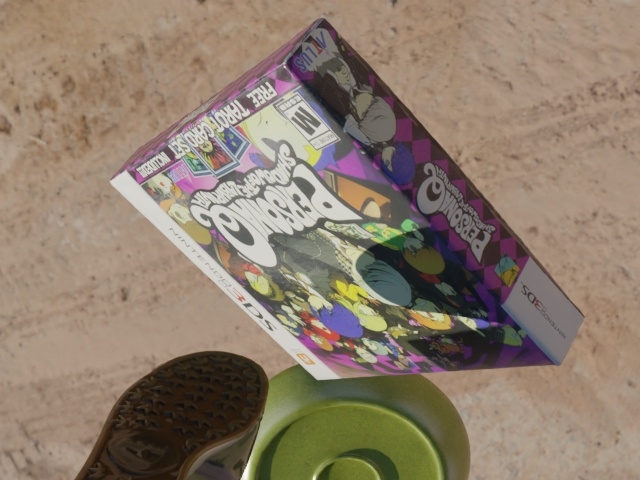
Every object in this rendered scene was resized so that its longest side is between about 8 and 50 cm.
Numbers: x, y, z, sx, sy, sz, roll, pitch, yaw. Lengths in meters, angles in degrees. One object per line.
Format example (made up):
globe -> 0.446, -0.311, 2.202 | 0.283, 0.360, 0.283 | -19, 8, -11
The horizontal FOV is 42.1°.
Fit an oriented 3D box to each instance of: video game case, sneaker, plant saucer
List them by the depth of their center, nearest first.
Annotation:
sneaker -> -0.076, 0.126, 0.375 | 0.064, 0.192, 0.086 | 14, 110, 6
video game case -> 0.000, 0.000, 0.491 | 0.210, 0.042, 0.232 | 46, 149, -18
plant saucer -> 0.026, 0.225, 0.797 | 0.241, 0.037, 0.241 | 0, 110, 0
